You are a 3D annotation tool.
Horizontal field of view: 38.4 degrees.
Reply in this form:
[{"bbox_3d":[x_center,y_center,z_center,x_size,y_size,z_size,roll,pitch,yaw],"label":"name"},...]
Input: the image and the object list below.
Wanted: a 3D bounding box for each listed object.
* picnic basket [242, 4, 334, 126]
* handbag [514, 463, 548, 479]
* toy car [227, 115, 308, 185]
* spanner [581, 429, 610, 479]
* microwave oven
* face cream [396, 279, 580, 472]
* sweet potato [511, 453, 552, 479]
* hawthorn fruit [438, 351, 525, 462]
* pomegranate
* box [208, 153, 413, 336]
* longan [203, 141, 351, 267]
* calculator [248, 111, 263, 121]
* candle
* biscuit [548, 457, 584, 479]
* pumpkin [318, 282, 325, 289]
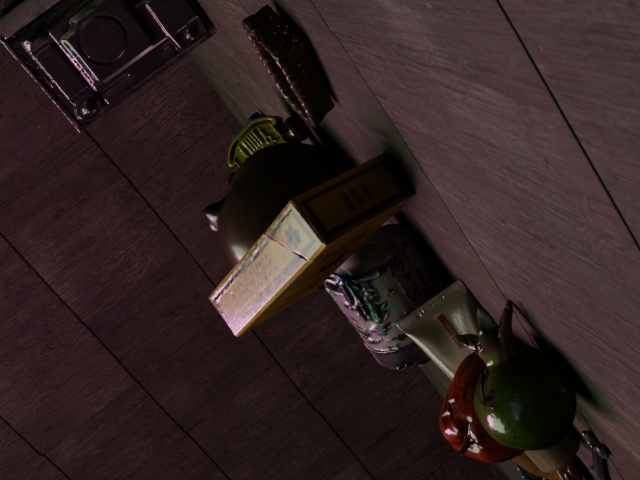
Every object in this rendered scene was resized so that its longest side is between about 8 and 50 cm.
[{"bbox_3d":[-0.040,-0.245,1.296,0.110,0.055,0.193,50,176,27],"label":"picnic basket"},{"bbox_3d":[0.561,0.619,2.074,0.268,0.100,0.274,55,178,38],"label":"handbag"},{"bbox_3d":[-0.070,-0.143,1.913,0.248,0.200,0.142,54,-161,7],"label":"toy car"},{"bbox_3d":[0.437,0.349,1.441,0.054,0.015,0.254,53,178,33],"label":"spanner"},{"bbox_3d":[-0.497,-0.495,2.085,0.333,0.394,0.247,54,177,-32],"label":"microwave oven"},{"bbox_3d":[0.284,0.227,1.496,0.341,0.137,0.084,49,-153,-4],"label":"face cream"},{"bbox_3d":[0.398,0.394,1.875,0.310,0.098,0.124,44,-170,-29],"label":"sweet potato"},{"bbox_3d":[0.264,0.249,1.370,0.173,0.173,0.179,52,-169,11],"label":"hawthorn fruit"},{"bbox_3d":[0.253,0.182,1.212,0.191,0.131,0.152,61,179,-12],"label":"pomegranate"},{"bbox_3d":[-0.020,0.012,1.349,0.084,0.193,0.301,53,140,8],"label":"box"},{"bbox_3d":[-0.068,-0.048,1.711,0.300,0.300,0.243,49,160,46],"label":"longan"},{"bbox_3d":[-0.108,-0.244,2.461,0.173,0.051,0.293,53,178,-33],"label":"calculator"},{"bbox_3d":[0.105,0.063,1.576,0.330,0.187,0.187,55,176,-23],"label":"candle"},{"bbox_3d":[0.456,0.422,1.746,0.170,0.050,0.170,61,179,2],"label":"biscuit"},{"bbox_3d":[0.000,0.000,2.078,0.163,0.233,0.233,26,-172,-24],"label":"pumpkin"}]
